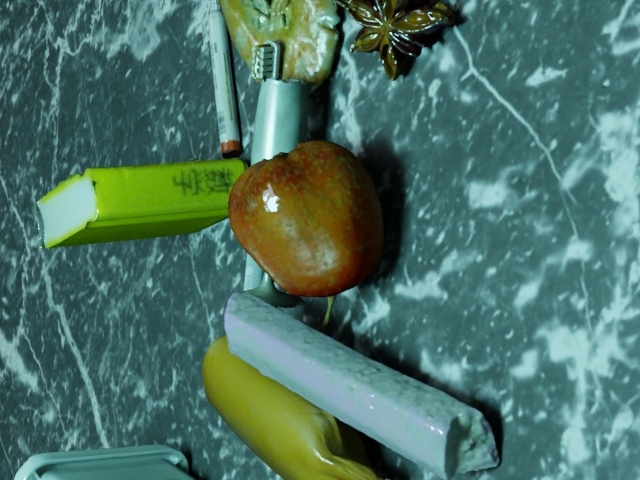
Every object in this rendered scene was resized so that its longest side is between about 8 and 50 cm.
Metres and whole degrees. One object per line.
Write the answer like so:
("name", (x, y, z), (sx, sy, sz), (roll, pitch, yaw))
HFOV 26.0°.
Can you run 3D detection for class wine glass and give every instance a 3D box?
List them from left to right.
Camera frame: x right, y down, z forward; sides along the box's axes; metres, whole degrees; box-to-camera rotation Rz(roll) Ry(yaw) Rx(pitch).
("wine glass", (-0.048, -0.060, 1.542), (0.074, 0.074, 0.262), (20, 108, 54))

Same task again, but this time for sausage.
("sausage", (-0.024, 0.199, 1.478), (0.328, 0.112, 0.112), (35, 115, 51))

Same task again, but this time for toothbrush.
("toothbrush", (-0.069, -0.057, 1.588), (0.025, 0.030, 0.342), (18, 112, 39))

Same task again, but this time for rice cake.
("rice cake", (0.025, 0.143, 1.390), (0.365, 0.056, 0.073), (26, 136, 41))

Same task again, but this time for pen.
("pen", (-0.121, -0.207, 1.719), (0.026, 0.026, 0.218), (-27, 65, 51))

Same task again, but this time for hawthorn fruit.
("hawthorn fruit", (0.000, 0.000, 1.440), (0.162, 0.162, 0.204), (-18, 99, 53))

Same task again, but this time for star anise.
("star anise", (0.096, -0.240, 1.381), (0.190, 0.070, 0.097), (-37, 85, 46))

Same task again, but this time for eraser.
("eraser", (-0.209, -0.047, 1.665), (0.158, 0.226, 0.069), (-25, 76, 52))

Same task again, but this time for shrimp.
("shrimp", (-0.066, -0.287, 1.605), (0.294, 0.062, 0.154), (54, 125, 26))

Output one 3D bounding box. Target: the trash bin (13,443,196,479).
("trash bin", (-0.193, 0.419, 1.600), (0.367, 0.255, 0.296), (14, 97, 46))
